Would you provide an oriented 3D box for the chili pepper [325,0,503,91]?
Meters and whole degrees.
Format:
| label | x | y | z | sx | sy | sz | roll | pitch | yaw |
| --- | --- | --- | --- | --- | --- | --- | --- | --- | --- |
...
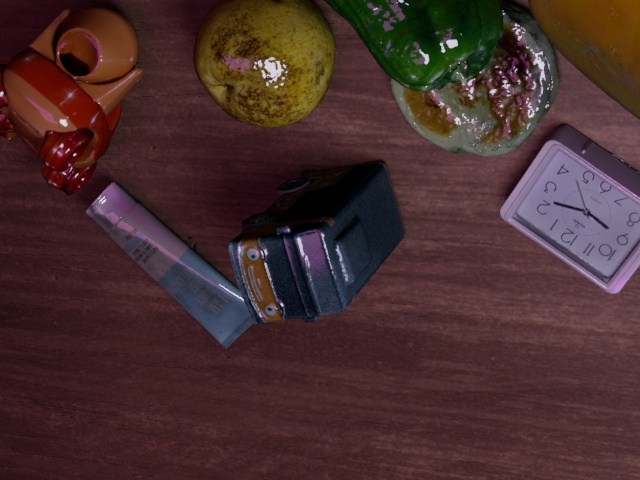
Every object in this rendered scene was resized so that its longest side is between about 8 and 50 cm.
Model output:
| label | x | y | z | sx | sy | sz | roll | pitch | yaw |
| --- | --- | --- | --- | --- | --- | --- | --- | --- | --- |
| chili pepper | 0.088 | -0.363 | 1.807 | 0.385 | 0.213 | 0.167 | 61 | 166 | 9 |

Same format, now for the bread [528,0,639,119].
| label | x | y | z | sx | sy | sz | roll | pitch | yaw |
| --- | --- | --- | --- | --- | --- | --- | --- | --- | --- |
| bread | 0.425 | -0.260 | 1.632 | 0.376 | 0.253 | 0.348 | 41 | 165 | -8 |

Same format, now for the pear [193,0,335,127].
| label | x | y | z | sx | sy | sz | roll | pitch | yaw |
| --- | --- | --- | --- | --- | --- | --- | --- | --- | --- |
| pear | -0.079 | -0.249 | 1.982 | 0.197 | 0.197 | 0.197 | 11 | 118 | 21 |

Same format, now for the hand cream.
| label | x | y | z | sx | sy | sz | roll | pitch | yaw |
| --- | --- | --- | --- | --- | --- | --- | --- | --- | --- |
| hand cream | -0.234 | 0.041 | 2.272 | 0.312 | 0.070 | 0.111 | 43 | 122 | -3 |

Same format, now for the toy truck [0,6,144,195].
| label | x | y | z | sx | sy | sz | roll | pitch | yaw |
| --- | --- | --- | --- | --- | --- | --- | --- | --- | --- |
| toy truck | -0.370 | -0.222 | 2.159 | 0.189 | 0.239 | 0.265 | 41 | 165 | 4 |

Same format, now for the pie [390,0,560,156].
| label | x | y | z | sx | sy | sz | roll | pitch | yaw |
| --- | --- | --- | --- | --- | --- | --- | --- | --- | --- |
| pie | 0.203 | -0.222 | 1.936 | 0.240 | 0.054 | 0.240 | 10 | 117 | 21 |

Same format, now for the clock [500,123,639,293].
| label | x | y | z | sx | sy | sz | roll | pitch | yaw |
| --- | --- | --- | --- | --- | --- | --- | --- | --- | --- |
| clock | 0.359 | -0.042 | 1.940 | 0.197 | 0.063 | 0.150 | 36 | 125 | 7 |

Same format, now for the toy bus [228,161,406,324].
| label | x | y | z | sx | sy | sz | roll | pitch | yaw |
| --- | --- | --- | --- | --- | --- | --- | --- | --- | --- |
| toy bus | 0.000 | 0.000 | 2.009 | 0.167 | 0.275 | 0.138 | -7 | 110 | 27 |
